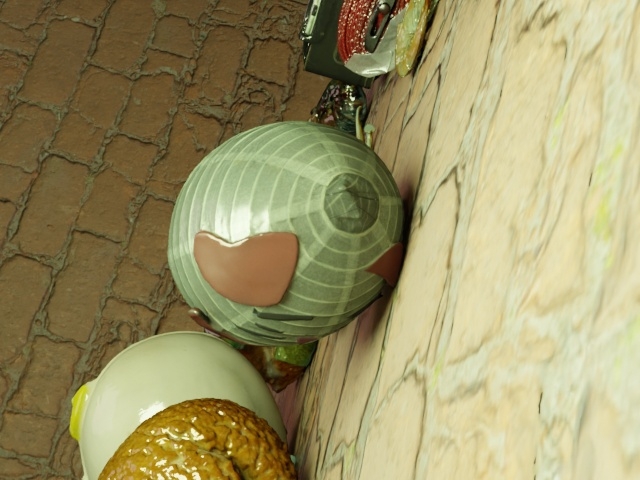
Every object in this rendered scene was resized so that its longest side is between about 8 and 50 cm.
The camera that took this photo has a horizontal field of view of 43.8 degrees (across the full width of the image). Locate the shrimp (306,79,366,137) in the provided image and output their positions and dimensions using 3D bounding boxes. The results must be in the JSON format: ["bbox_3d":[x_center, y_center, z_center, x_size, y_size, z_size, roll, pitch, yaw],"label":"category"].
[{"bbox_3d":[0.041,-0.269,1.882,0.172,0.137,0.372,-36,-5,-25],"label":"shrimp"}]

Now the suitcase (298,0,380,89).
[{"bbox_3d":[0.072,-0.482,1.616,0.434,0.194,0.283,-81,8,-63],"label":"suitcase"}]

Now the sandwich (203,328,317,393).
[{"bbox_3d":[-0.078,0.185,1.492,0.250,0.162,0.301,-40,-35,-31],"label":"sandwich"}]

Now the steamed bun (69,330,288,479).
[{"bbox_3d":[-0.219,0.336,1.292,0.334,0.334,0.373,121,127,-77],"label":"steamed bun"}]

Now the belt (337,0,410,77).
[{"bbox_3d":[0.096,-0.358,1.249,0.124,0.128,0.200,-78,6,-59],"label":"belt"}]

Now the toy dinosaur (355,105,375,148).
[{"bbox_3d":[0.070,-0.137,1.441,0.212,0.057,0.142,-61,-27,-47],"label":"toy dinosaur"}]

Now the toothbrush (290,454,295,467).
[{"bbox_3d":[-0.053,0.389,1.167,0.219,0.016,0.019,-83,8,-68],"label":"toothbrush"}]

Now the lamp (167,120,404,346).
[{"bbox_3d":[-0.032,-0.009,0.812,0.233,0.265,0.233,24,120,50],"label":"lamp"}]

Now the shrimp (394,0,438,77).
[{"bbox_3d":[0.136,-0.308,1.109,0.099,0.041,0.180,-79,7,-46],"label":"shrimp"}]

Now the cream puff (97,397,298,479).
[{"bbox_3d":[-0.135,0.341,0.965,0.303,0.212,0.303,-19,-68,-59],"label":"cream puff"}]
